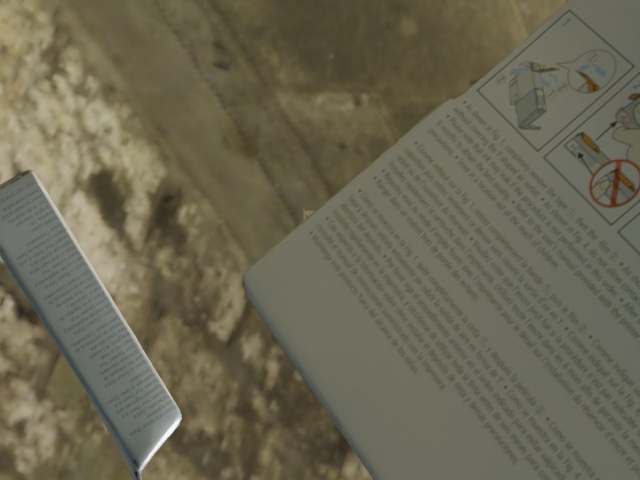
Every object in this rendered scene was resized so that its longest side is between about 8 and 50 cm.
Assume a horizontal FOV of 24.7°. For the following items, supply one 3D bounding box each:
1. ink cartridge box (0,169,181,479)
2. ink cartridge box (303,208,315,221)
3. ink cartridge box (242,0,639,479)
[{"bbox_3d":[-0.137,0.069,0.893,0.224,0.045,0.223,61,169,-5],"label":"ink cartridge box"},{"bbox_3d":[0.000,0.000,1.316,0.028,0.048,0.083,0,-169,-4],"label":"ink cartridge box"},{"bbox_3d":[0.126,0.033,0.562,0.275,0.239,0.060,53,-176,40],"label":"ink cartridge box"}]
